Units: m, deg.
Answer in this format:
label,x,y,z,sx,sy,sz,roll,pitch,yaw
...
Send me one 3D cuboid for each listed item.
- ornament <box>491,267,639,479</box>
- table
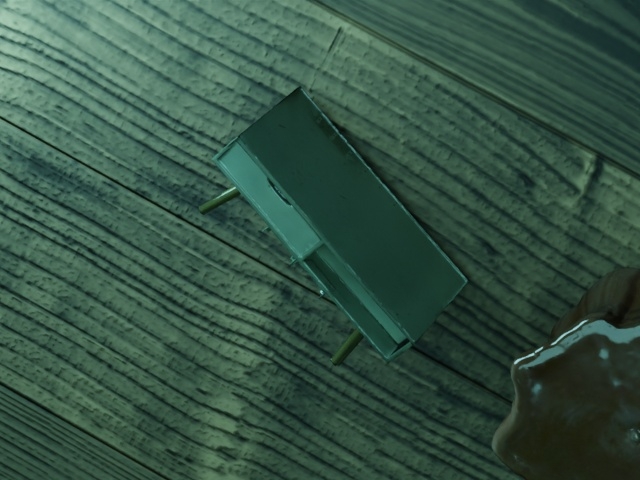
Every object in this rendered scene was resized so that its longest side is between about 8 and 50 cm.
label,x,y,z,sx,sy,sz,roll,pitch,yaw
ornament,0.283,0.136,1.696,0.235,0.217,0.221,-24,98,19
table,0.000,0.000,1.793,0.240,0.121,0.111,50,128,-2
